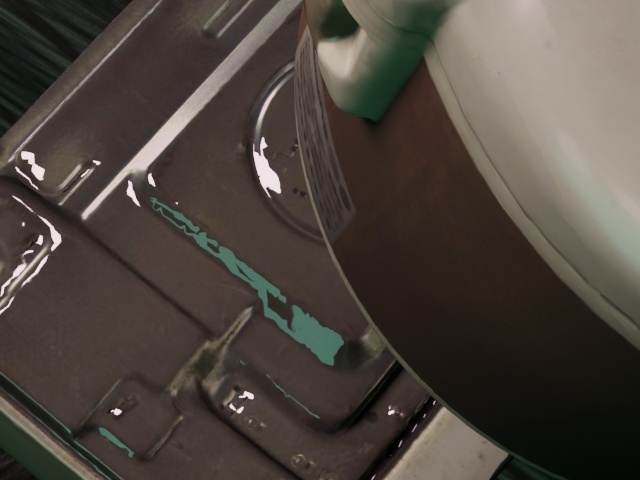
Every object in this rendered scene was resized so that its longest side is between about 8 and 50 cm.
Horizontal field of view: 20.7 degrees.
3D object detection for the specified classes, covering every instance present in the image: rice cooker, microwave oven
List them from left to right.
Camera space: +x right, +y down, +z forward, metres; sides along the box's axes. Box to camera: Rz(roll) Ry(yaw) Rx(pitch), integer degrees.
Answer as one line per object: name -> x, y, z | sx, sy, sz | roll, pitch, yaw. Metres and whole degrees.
microwave oven -> 0.000, 0.000, 0.984 | 0.333, 0.394, 0.247 | 38, 165, 6
rice cooker -> 0.156, -0.081, 0.549 | 0.335, 0.335, 0.325 | 40, 166, 1
